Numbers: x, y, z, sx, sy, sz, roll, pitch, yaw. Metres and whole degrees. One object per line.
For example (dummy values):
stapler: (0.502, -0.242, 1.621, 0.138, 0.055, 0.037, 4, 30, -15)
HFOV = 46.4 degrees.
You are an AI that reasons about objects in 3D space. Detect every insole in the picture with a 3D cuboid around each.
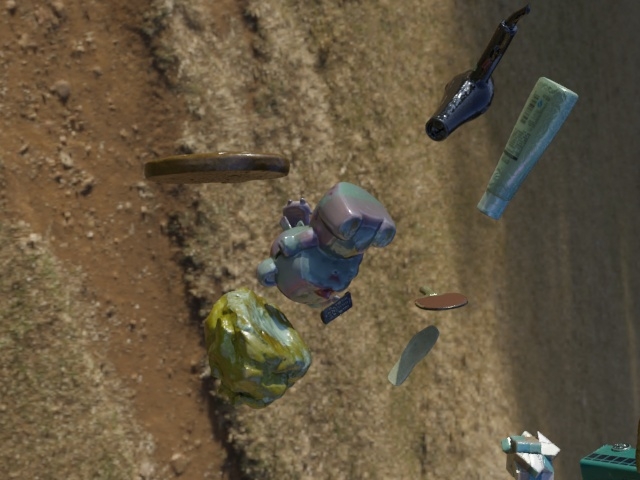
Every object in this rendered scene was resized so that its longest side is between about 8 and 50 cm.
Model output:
insole: (0.246, 0.304, 1.981, 0.192, 0.063, 0.010, -53, 146, 4)

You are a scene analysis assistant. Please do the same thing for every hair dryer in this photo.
hair dryer: (0.286, -0.314, 1.333, 0.235, 0.091, 0.272, -46, 165, -43)

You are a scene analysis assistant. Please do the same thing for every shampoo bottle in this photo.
shampoo bottle: (0.265, -0.116, 0.979, 0.041, 0.069, 0.191, 12, 114, -33)

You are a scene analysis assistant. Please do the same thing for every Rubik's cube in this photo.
Rubik's cube: (0.332, 0.337, 1.175, 0.075, 0.084, 0.073, 3, 88, -18)

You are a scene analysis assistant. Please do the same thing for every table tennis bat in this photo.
table tennis bat: (0.304, 0.151, 1.963, 0.234, 0.131, 0.022, -142, -136, -78)

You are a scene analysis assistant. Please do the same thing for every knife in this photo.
knife: (-0.038, 0.049, 2.262, 0.038, 0.132, 0.399, -72, 151, -56)

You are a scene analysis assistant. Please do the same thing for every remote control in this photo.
remote control: (0.028, 0.123, 1.357, 0.091, 0.016, 0.034, -28, 114, -50)

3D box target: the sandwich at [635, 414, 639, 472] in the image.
sandwich: (0.488, 0.290, 0.960, 0.258, 0.094, 0.096, 31, 87, -25)

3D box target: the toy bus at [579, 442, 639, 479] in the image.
toy bus: (0.477, 0.358, 1.111, 0.091, 0.160, 0.079, -14, 90, -32)

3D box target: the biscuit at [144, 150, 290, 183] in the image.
biscuit: (-0.255, -0.185, 1.891, 0.314, 0.367, 0.063, -5, 92, -78)

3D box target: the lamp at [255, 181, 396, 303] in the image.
lamp: (0.000, 0.000, 1.730, 0.247, 0.301, 0.247, 10, 38, -43)

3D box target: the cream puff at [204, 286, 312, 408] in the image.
cream puff: (-0.215, 0.348, 2.226, 0.378, 0.275, 0.378, 45, 15, -16)
